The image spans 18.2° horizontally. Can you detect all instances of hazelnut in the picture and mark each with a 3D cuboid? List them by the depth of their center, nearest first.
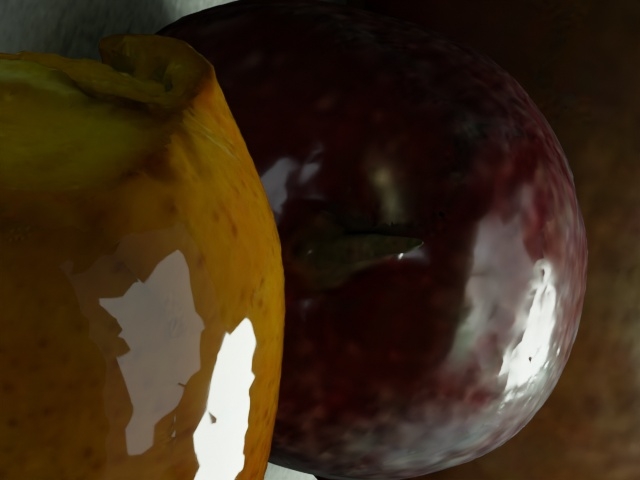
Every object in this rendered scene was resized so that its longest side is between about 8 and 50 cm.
[{"bbox_3d":[0.147,-0.005,1.170,0.359,0.359,0.409,-33,144,-64],"label":"hazelnut"}]

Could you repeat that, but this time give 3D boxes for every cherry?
[{"bbox_3d":[0.000,0.000,0.880,0.300,0.230,0.203,113,-13,-85],"label":"cherry"}]

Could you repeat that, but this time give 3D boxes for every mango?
[{"bbox_3d":[-0.135,0.097,0.654,0.201,0.199,0.350,-1,122,-41],"label":"mango"}]
